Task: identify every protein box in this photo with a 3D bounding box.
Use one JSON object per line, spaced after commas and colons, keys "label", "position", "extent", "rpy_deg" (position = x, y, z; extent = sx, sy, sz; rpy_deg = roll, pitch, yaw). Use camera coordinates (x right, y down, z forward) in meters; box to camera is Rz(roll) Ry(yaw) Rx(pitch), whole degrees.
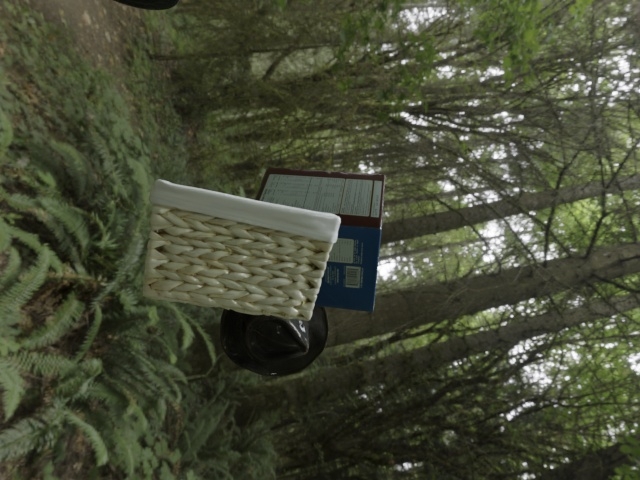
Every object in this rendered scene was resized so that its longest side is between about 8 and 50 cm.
{"label": "protein box", "position": [0.000, 0.000, 0.735], "extent": [0.136, 0.201, 0.200], "rpy_deg": [-77, 169, -45]}

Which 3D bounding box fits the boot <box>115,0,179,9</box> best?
{"label": "boot", "position": [-0.281, -0.471, 0.564], "extent": [0.096, 0.264, 0.281], "rpy_deg": [-33, -137, 59]}

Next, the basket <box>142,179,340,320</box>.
{"label": "basket", "position": [-0.079, 0.010, 0.422], "extent": [0.113, 0.167, 0.103], "rpy_deg": [-162, -98, -77]}

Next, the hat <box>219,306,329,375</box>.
{"label": "hat", "position": [-0.115, 0.262, 1.221], "extent": [0.134, 0.331, 0.332], "rpy_deg": [-154, -124, -72]}
